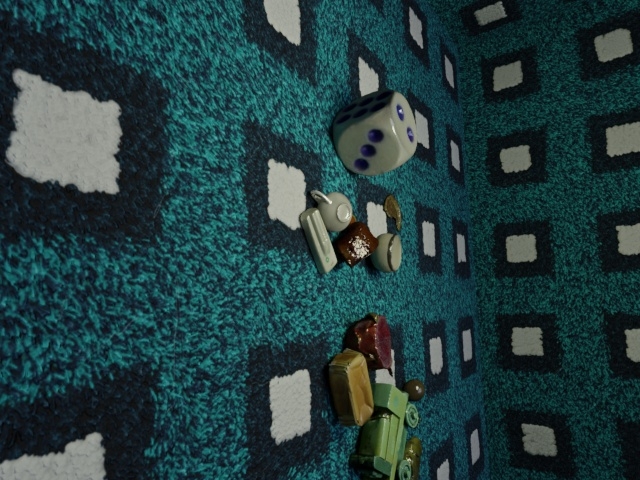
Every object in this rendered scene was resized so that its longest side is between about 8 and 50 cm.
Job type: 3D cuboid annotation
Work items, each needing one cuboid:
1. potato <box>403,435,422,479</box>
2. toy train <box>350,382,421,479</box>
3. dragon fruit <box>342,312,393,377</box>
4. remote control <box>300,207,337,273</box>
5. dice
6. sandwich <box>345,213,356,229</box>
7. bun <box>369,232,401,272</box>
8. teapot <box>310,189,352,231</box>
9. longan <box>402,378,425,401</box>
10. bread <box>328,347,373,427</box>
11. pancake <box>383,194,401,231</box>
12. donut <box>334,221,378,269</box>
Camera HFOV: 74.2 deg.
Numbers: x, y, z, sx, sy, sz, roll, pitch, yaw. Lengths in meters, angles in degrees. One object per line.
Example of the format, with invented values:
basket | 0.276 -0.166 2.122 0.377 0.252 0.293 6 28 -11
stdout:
potato | 0.391 0.968 1.847 0.117 0.090 0.225 59 41 -32
toy train | 0.250 0.750 1.624 0.253 0.160 0.396 46 48 -34
dragon fruit | 0.180 0.401 1.602 0.211 0.147 0.281 -53 131 -58
remote control | -0.001 0.000 1.462 0.090 0.049 0.230 -45 123 -47
dice | 0.218 -0.426 1.682 0.251 0.260 0.243 54 41 -35
sandwich | 0.106 -0.074 1.660 0.101 0.026 0.069 -60 137 -38
bun | 0.269 0.054 1.797 0.173 0.120 0.172 0 90 -62
teapot | 0.049 -0.108 1.515 0.226 0.092 0.145 46 64 -34
longan | 0.426 0.698 1.952 0.106 0.106 0.119 0 126 -57
bread | 0.103 0.513 1.477 0.136 0.107 0.240 -24 104 -53
pancake | 0.350 -0.130 2.042 0.191 0.020 0.183 -6 91 -57
donut | 0.141 0.009 1.595 0.187 0.144 0.126 -39 103 -13
